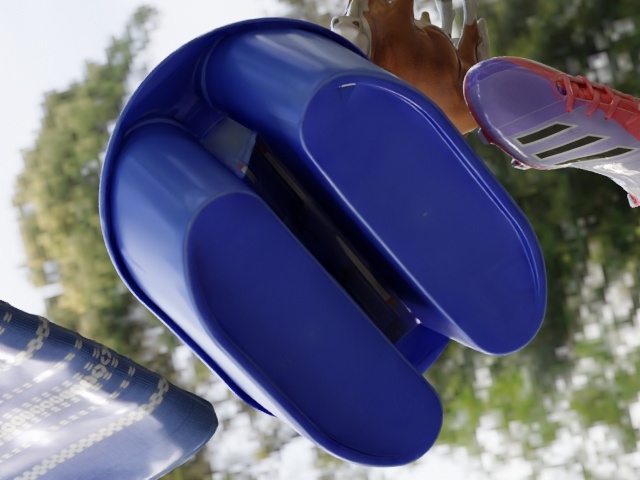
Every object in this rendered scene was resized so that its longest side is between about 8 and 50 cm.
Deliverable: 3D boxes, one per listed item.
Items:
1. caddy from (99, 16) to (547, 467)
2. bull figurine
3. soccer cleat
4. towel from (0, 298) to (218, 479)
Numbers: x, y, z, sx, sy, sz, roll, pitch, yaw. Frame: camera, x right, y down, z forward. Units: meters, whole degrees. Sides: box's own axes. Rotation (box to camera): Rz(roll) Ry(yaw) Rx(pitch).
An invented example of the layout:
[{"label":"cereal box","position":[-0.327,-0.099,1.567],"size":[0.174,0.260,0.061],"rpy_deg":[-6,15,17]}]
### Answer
[{"label":"caddy","position":[0.000,0.000,1.266],"size":[0.341,0.241,0.179],"rpy_deg":[49,171,-31]},{"label":"bull figurine","position":[0.084,-0.209,1.852],"size":[0.310,0.101,0.188],"rpy_deg":[26,-110,-55]},{"label":"soccer cleat","position":[0.211,-0.080,1.264],"size":[0.248,0.095,0.083],"rpy_deg":[23,-125,-31]},{"label":"towel","position":[-0.235,0.084,0.762],"size":[0.336,0.243,0.040],"rpy_deg":[30,-143,-43]}]
